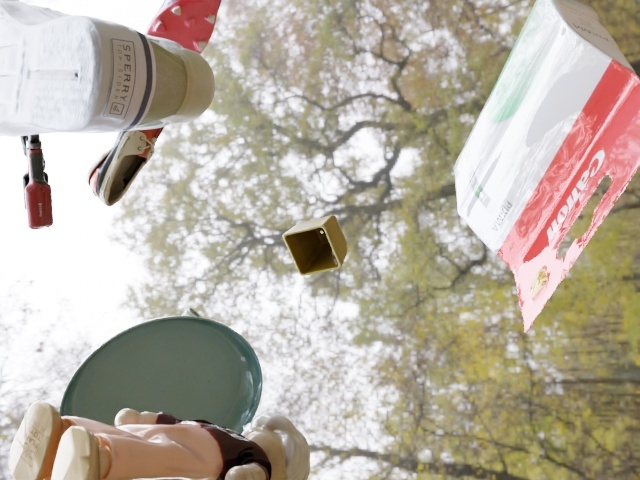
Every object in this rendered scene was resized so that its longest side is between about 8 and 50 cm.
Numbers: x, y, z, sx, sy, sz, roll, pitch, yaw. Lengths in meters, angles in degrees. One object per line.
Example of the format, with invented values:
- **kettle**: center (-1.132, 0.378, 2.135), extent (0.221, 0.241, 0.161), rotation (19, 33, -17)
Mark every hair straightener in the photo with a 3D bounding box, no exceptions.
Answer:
- **hair straightener**: center (-0.449, -0.121, 1.192), extent (0.230, 0.047, 0.089), rotation (101, 149, -50)

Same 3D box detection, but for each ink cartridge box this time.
- **ink cartridge box**: center (0.163, -0.069, 0.585), extent (0.224, 0.056, 0.181), rotation (-76, 8, -56)

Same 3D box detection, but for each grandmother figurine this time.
- **grandmother figurine**: center (-0.135, 0.221, 0.789), extent (0.342, 0.208, 0.104), rotation (21, -86, -49)

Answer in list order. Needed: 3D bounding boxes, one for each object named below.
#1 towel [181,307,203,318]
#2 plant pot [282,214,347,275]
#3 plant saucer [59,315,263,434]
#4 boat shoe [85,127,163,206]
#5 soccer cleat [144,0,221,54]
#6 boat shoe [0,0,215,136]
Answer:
- **towel**: center (-0.245, 0.211, 1.455), extent (0.113, 0.152, 0.023), rotation (44, -152, 9)
- **plant pot**: center (0.000, 0.000, 1.302), extent (0.081, 0.082, 0.083), rotation (67, -151, -18)
- **plant saucer**: center (-0.246, 0.246, 1.210), extent (0.318, 0.043, 0.317), rotation (-12, -59, -21)
- **boat shoe**: center (-0.204, -0.099, 0.845), extent (0.043, 0.137, 0.049), rotation (47, -168, 34)
- **soccer cleat**: center (-0.176, -0.339, 1.061), extent (0.083, 0.248, 0.095), rotation (20, -156, -29)
- **boat shoe**: center (-0.196, -0.122, 0.593), extent (0.094, 0.302, 0.109), rotation (5, -78, -43)
